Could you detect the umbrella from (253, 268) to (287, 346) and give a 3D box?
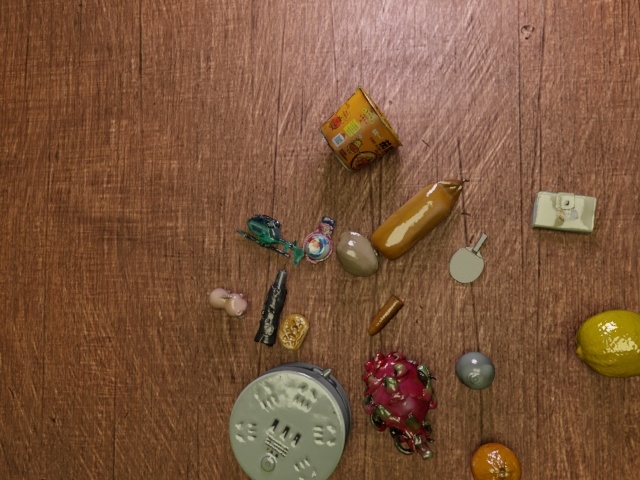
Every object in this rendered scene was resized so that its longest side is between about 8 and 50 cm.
[{"bbox_3d":[-0.141,0.204,1.535,0.066,0.059,0.236,17,88,-12],"label":"umbrella"}]

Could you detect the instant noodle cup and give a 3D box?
[{"bbox_3d":[0.111,-0.310,1.455,0.172,0.215,0.216,-36,81,15],"label":"instant noodle cup"}]

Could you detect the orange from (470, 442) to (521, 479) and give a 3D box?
[{"bbox_3d":[0.476,0.622,1.367,0.135,0.117,0.136,-2,85,17],"label":"orange"}]

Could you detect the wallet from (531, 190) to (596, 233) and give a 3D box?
[{"bbox_3d":[0.681,-0.080,1.415,0.154,0.039,0.111,7,91,11],"label":"wallet"}]

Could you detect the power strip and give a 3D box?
[{"bbox_3d":[-0.077,0.518,1.449,0.356,0.161,0.358,-1,86,10],"label":"power strip"}]

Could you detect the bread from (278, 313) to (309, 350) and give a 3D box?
[{"bbox_3d":[-0.082,0.276,1.526,0.083,0.044,0.111,25,90,14],"label":"bread"}]

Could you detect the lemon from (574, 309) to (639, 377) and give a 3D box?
[{"bbox_3d":[0.772,0.270,1.311,0.193,0.180,0.181,-40,81,5],"label":"lemon"}]

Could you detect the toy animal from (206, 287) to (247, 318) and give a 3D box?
[{"bbox_3d":[-0.285,0.192,1.551,0.150,0.083,0.089,23,104,22],"label":"toy animal"}]

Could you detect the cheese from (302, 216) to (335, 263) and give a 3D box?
[{"bbox_3d":[0.000,0.000,1.530,0.095,0.038,0.145,23,92,11],"label":"cheese"}]

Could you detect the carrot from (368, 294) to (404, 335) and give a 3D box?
[{"bbox_3d":[0.186,0.225,1.479,0.048,0.048,0.139,40,95,10],"label":"carrot"}]

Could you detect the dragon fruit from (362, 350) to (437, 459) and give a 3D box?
[{"bbox_3d":[0.218,0.449,1.397,0.198,0.218,0.273,3,92,55],"label":"dragon fruit"}]

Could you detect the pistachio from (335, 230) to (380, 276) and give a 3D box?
[{"bbox_3d":[0.108,0.043,1.477,0.149,0.113,0.113,36,93,1],"label":"pistachio"}]

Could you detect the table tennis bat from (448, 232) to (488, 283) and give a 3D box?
[{"bbox_3d":[0.436,0.051,1.462,0.095,0.014,0.158,32,94,12],"label":"table tennis bat"}]

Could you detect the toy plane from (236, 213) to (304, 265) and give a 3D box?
[{"bbox_3d":[-0.149,-0.013,1.549,0.234,0.060,0.096,27,99,14],"label":"toy plane"}]

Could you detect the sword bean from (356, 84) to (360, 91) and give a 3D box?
[{"bbox_3d":[0.109,-0.440,1.553,0.012,0.012,0.084,16,91,11],"label":"sword bean"}]

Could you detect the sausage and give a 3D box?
[{"bbox_3d":[0.289,-0.074,1.451,0.328,0.112,0.112,-42,81,5],"label":"sausage"}]

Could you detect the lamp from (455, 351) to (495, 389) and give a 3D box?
[{"bbox_3d":[0.429,0.361,1.399,0.105,0.105,0.105,-1,86,10],"label":"lamp"}]
